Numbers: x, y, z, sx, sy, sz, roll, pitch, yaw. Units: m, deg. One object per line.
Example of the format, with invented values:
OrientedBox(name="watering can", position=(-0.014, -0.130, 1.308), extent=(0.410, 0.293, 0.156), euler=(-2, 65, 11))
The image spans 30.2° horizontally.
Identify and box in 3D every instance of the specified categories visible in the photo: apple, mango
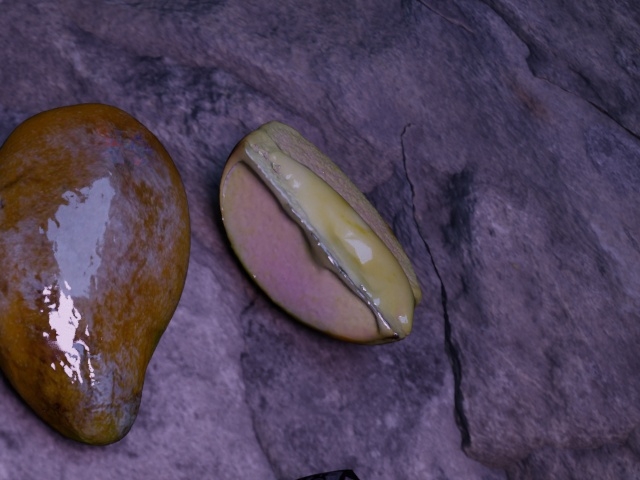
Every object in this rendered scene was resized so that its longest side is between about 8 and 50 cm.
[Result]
OrientedBox(name="apple", position=(0.000, 0.000, 1.255), extent=(0.265, 0.120, 0.193), euler=(50, 25, 4))
OrientedBox(name="mango", position=(-0.207, 0.022, 1.032), extent=(0.192, 0.146, 0.316), euler=(15, 60, -31))

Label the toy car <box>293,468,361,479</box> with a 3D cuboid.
OrientedBox(name="toy car", position=(-0.037, 0.287, 0.890), extent=(0.118, 0.193, 0.301), euler=(60, 33, -12))
